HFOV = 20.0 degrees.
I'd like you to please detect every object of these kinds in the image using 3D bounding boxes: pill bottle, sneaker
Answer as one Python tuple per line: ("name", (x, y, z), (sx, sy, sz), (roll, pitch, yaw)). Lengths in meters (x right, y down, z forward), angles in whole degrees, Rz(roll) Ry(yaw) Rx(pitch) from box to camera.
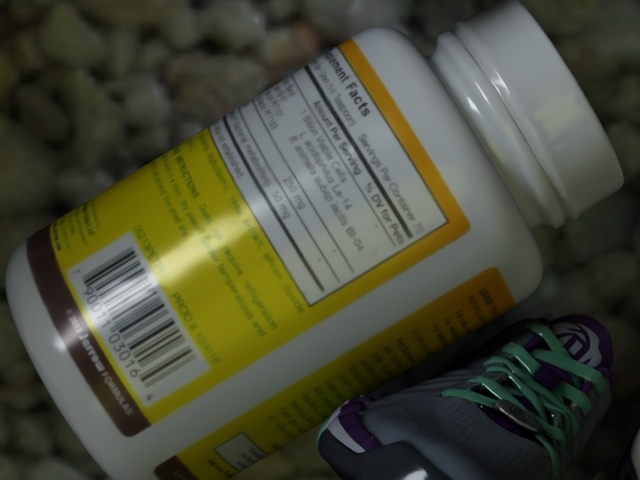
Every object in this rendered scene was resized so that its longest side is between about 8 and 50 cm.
("pill bottle", (0.000, 0.000, 0.674), (0.215, 0.117, 0.117), (-31, 104, 2))
("sneaker", (0.062, 0.060, 0.648), (0.083, 0.224, 0.098), (40, 92, 6))

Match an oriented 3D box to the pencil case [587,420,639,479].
("pencil case", (0.209, 0.018, 0.666), (0.183, 0.160, 0.410), (25, 98, 33))
